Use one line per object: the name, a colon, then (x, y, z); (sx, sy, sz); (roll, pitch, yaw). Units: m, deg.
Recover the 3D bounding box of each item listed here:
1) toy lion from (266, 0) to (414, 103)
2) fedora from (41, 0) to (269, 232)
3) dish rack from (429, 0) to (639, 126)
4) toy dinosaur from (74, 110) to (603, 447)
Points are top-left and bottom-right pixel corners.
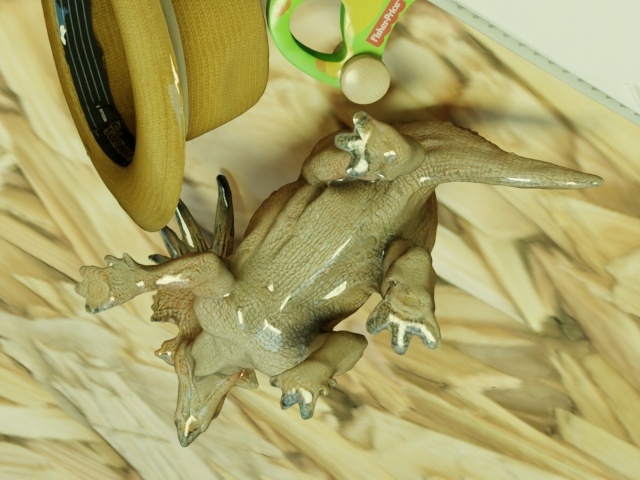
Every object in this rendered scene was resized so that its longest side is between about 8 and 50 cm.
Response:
toy lion: (0.008, -0.125, 0.853); (0.096, 0.034, 0.100); (26, 109, -20)
fedora: (-0.076, -0.099, 0.879); (0.079, 0.194, 0.194); (-17, 151, -18)
dish rack: (0.146, -0.146, 0.728); (0.333, 0.072, 0.285); (27, 144, -30)
toy dinosaur: (0.000, 0.000, 0.986); (0.296, 0.200, 0.127); (-33, 96, 14)
